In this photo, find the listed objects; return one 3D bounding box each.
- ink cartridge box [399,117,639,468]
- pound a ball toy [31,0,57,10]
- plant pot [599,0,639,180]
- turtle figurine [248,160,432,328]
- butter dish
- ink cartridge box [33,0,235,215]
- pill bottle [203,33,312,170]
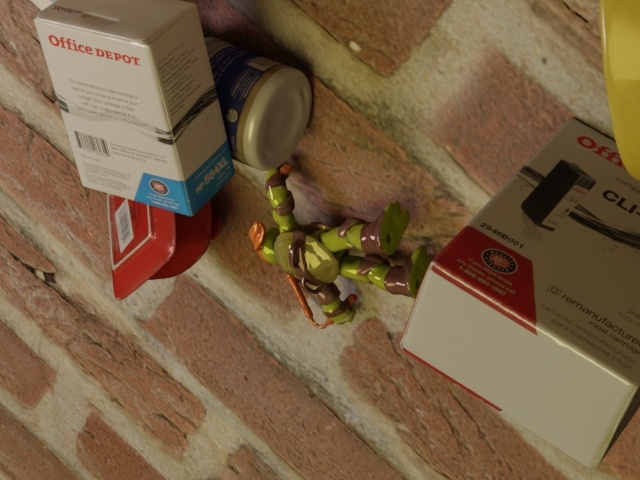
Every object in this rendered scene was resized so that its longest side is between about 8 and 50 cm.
[{"bbox_3d":[0.228,0.036,1.312,0.197,0.273,0.114,32,134,16],"label":"ink cartridge box"},{"bbox_3d":[-0.169,-0.310,1.471,0.208,0.136,0.319,44,140,3],"label":"pound a ball toy"},{"bbox_3d":[0.342,-0.171,1.083,0.239,0.254,0.254,-2,122,23],"label":"plant pot"},{"bbox_3d":[0.000,0.000,1.618,0.217,0.087,0.270,2,123,40],"label":"turtle figurine"},{"bbox_3d":[-0.170,-0.023,1.733,0.160,0.118,0.160,-36,54,48],"label":"butter dish"},{"bbox_3d":[-0.180,-0.140,1.480,0.148,0.086,0.203,17,134,30],"label":"ink cartridge box"},{"bbox_3d":[-0.114,-0.154,1.570,0.186,0.112,0.112,23,135,25],"label":"pill bottle"}]
